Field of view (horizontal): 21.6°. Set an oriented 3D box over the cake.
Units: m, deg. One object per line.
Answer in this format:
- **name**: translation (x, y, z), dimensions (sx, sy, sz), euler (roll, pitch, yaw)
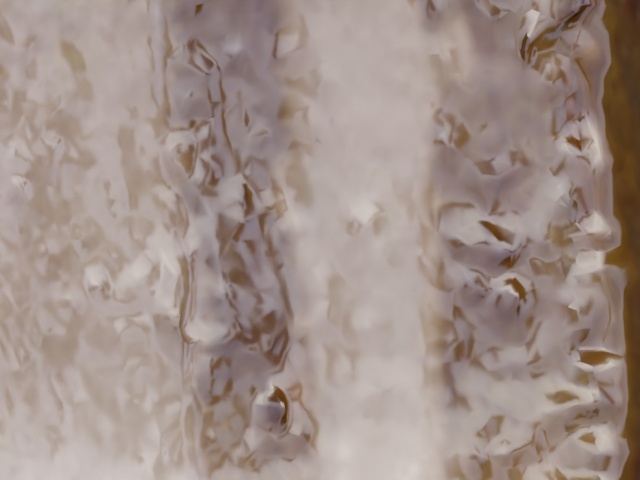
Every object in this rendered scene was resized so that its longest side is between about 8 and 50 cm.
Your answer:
- **cake**: translation (0.000, 0.000, 0.535), dimensions (0.293, 0.199, 0.196), euler (-2, 96, 30)
